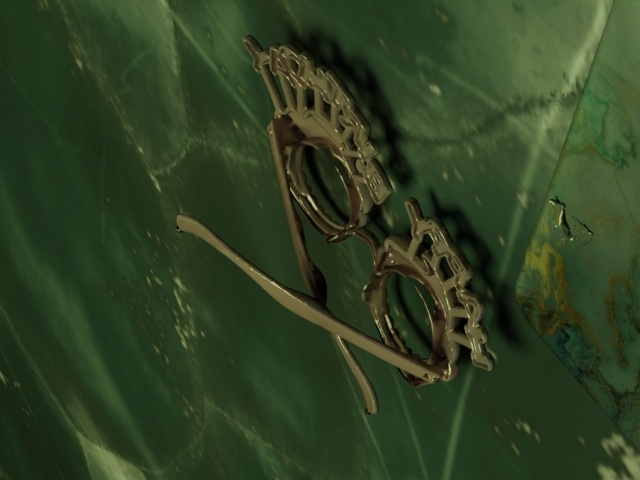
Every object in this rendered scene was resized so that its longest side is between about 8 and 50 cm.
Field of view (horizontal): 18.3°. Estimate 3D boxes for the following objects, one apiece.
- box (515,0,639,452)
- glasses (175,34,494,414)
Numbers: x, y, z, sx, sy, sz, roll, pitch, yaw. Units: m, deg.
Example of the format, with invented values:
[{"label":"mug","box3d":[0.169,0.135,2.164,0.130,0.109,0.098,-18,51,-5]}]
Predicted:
[{"label":"box","box3d":[0.161,0.001,0.906,0.142,0.044,0.285,49,156,21]},{"label":"glasses","box3d":[0.007,-0.006,1.181,0.255,0.095,0.162,54,149,14]}]
